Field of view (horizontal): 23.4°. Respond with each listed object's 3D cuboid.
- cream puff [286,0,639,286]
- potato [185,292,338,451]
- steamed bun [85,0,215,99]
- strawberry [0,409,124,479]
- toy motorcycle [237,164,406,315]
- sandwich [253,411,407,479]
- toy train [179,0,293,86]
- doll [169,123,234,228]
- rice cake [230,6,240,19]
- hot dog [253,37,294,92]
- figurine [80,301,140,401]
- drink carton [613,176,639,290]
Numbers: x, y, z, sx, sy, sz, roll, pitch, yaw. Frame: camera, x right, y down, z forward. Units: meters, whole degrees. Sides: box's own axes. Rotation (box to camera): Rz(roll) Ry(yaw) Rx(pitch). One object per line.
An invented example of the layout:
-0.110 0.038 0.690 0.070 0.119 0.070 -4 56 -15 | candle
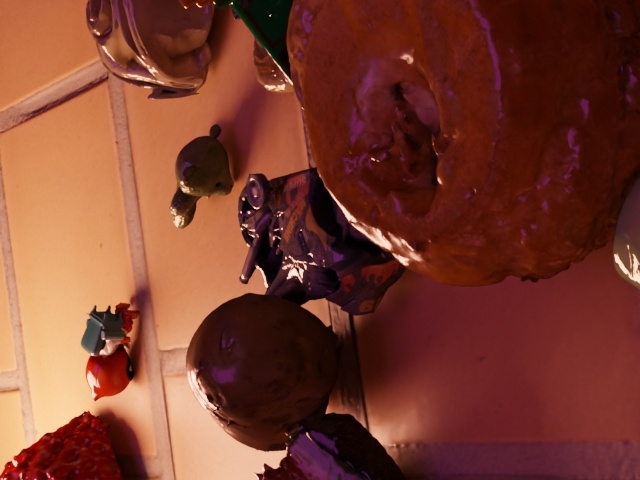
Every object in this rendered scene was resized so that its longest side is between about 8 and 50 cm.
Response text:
0.139 -0.129 1.283 0.343 0.231 0.327 28 123 46 | cream puff
-0.065 0.145 1.679 0.262 0.165 0.165 102 152 -70 | potato
-0.222 -0.280 1.909 0.218 0.144 0.211 25 117 54 | steamed bun
-0.377 0.375 2.244 0.234 0.178 0.234 33 129 55 | strawberry
0.000 0.000 1.647 0.307 0.108 0.173 -16 87 60 | toy motorcycle
0.001 0.362 1.652 0.301 0.162 0.250 -45 66 15 | sandwich
0.028 -0.308 1.448 0.429 0.178 0.249 -29 100 40 | toy train
-0.149 -0.073 1.913 0.150 0.077 0.115 125 168 -60 | doll
-0.126 -0.437 1.803 0.064 0.070 0.399 -47 57 49 | rice cake
-0.028 -0.280 1.669 0.084 0.073 0.242 -6 87 54 | hot dog
-0.297 0.160 2.168 0.068 0.075 0.140 31 118 51 | figurine
0.299 0.014 1.147 0.142 0.144 0.146 44 130 54 | drink carton
